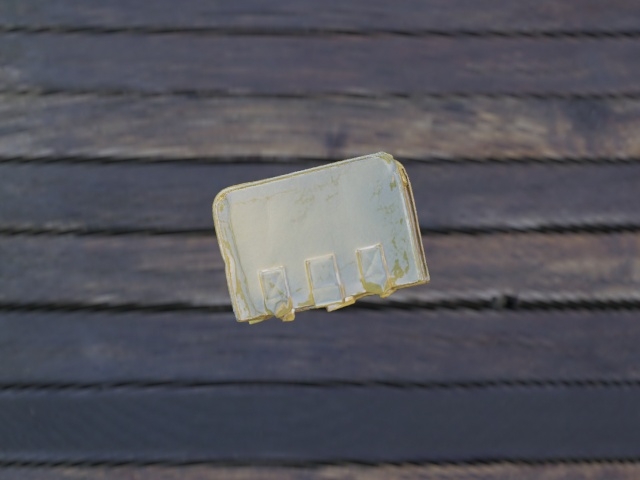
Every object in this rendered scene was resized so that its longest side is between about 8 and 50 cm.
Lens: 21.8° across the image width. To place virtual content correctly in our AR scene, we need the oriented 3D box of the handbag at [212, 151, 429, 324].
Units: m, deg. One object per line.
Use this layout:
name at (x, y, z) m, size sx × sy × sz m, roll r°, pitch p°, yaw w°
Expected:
handbag at (0.000, 0.000, 0.705) m, size 0.083 × 0.027 × 0.061 m, roll -12°, pitch 82°, yaw 9°
